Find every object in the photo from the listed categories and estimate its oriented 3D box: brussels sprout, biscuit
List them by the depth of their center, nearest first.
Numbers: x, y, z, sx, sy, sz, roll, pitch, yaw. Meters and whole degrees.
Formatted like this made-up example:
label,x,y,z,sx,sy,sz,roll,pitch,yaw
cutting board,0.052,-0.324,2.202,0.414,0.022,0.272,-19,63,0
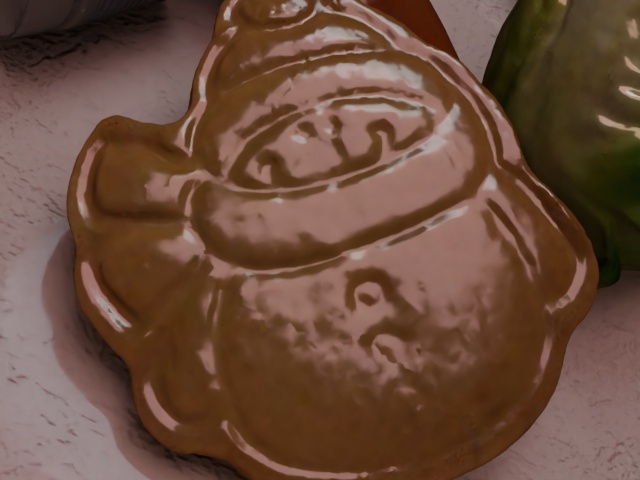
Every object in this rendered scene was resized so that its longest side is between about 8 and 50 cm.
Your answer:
label,x,y,z,sx,sy,sz,roll,pitch,yaw
biscuit,0.000,0.000,0.794,0.312,0.057,0.351,-29,84,-12
brussels sprout,0.251,-0.094,0.899,0.259,0.294,0.227,-27,35,-15

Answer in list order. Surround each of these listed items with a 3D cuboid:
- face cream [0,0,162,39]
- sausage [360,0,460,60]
label,x,y,z,sx,sy,sz,roll,pitch,yaw
face cream,-0.176,-0.243,0.862,0.152,0.177,0.177,-23,71,-32
sausage,0.014,-0.195,0.895,0.348,0.094,0.097,61,30,-13
